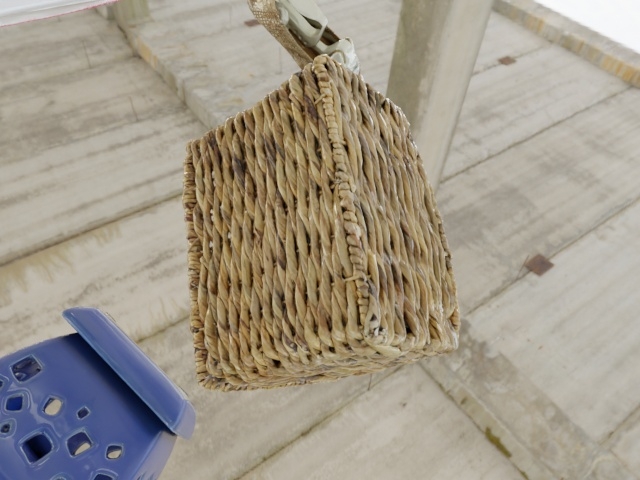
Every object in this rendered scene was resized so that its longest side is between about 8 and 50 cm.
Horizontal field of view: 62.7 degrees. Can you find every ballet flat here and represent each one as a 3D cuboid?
[{"bbox_3d":[-0.003,-0.245,0.657,0.206,0.067,0.073,37,-111,-26],"label":"ballet flat"}]

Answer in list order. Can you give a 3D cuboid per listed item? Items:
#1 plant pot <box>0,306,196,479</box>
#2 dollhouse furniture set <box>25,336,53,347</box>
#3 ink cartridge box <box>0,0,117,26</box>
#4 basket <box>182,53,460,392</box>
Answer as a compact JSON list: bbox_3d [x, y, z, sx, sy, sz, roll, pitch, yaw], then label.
[{"bbox_3d":[-0.297,0.235,0.679,0.236,0.236,0.212,41,-113,10],"label":"plant pot"},{"bbox_3d":[-0.498,0.340,0.759,0.356,0.174,0.303,-23,-92,-41],"label":"dollhouse furniture set"},{"bbox_3d":[-0.207,-0.223,0.306,0.100,0.172,0.237,-25,-147,-23],"label":"ink cartridge box"},{"bbox_3d":[0.000,0.000,0.582,0.213,0.223,0.299,16,-123,-50],"label":"basket"}]
